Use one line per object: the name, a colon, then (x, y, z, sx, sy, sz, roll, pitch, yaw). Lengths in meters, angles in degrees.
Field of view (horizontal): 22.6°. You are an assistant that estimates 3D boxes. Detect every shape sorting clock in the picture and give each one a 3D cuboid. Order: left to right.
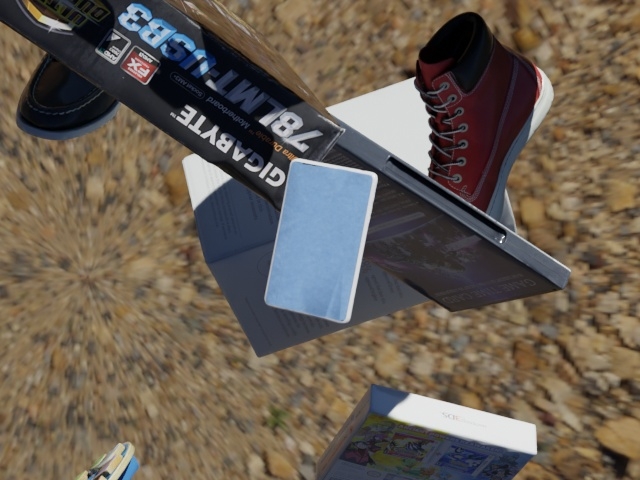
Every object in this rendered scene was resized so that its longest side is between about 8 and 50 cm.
shape sorting clock: (-0.270, 0.288, 1.674, 0.206, 0.206, 0.040, -45, 100, -7)

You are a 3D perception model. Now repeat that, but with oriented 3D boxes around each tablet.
tablet: (0.000, 0.000, 0.867, 0.054, 0.006, 0.083, 12, 93, 28)

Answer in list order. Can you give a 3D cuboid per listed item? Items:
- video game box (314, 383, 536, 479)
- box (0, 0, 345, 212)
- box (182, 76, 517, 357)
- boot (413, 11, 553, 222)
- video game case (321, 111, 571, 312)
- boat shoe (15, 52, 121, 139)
video game box: (0.118, 0.251, 1.849, 0.205, 0.187, 0.048, 16, 52, -14)
box: (-0.142, -0.161, 1.002, 0.293, 0.295, 0.073, 36, 99, -21)
box: (0.043, -0.032, 1.882, 0.345, 0.215, 0.168, -18, 52, 4)
boot: (0.118, -0.092, 1.548, 0.176, 0.088, 0.244, 31, 83, -50)
video game case: (0.064, -0.019, 1.439, 0.274, 0.196, 0.026, 31, 70, -19)
boat shoe: (-0.253, -0.220, 1.806, 0.114, 0.302, 0.091, 17, 129, 7)
